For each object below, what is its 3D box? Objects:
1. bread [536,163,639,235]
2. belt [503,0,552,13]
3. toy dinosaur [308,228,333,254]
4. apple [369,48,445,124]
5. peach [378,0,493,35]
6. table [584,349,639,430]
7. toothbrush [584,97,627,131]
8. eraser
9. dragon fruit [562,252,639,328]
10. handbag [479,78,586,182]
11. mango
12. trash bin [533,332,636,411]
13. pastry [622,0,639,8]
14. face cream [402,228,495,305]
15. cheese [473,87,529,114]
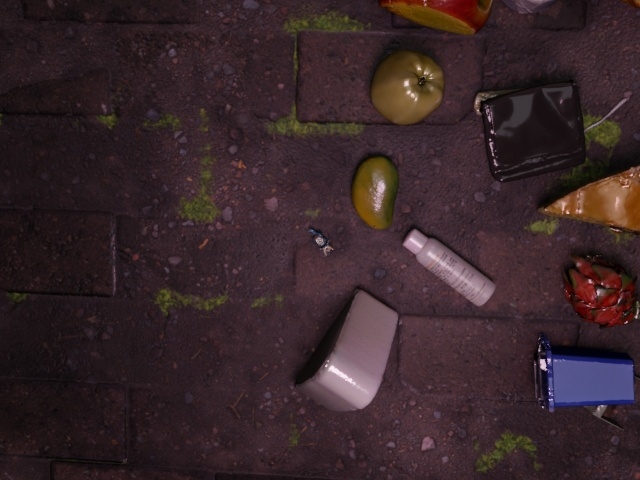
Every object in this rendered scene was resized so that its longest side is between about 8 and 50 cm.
[{"bbox_3d":[0.738,-0.046,1.479,0.315,0.248,0.279,-30,93,11],"label":"bread"},{"bbox_3d":[0.499,-0.740,1.467,0.212,0.117,0.347,-21,95,5],"label":"belt"},{"bbox_3d":[0.000,0.000,1.630,0.030,0.047,0.083,-39,94,9],"label":"toy dinosaur"},{"bbox_3d":[0.219,-0.382,1.503,0.200,0.200,0.200,0,97,4],"label":"apple"},{"bbox_3d":[0.277,-0.617,1.449,0.274,0.248,0.245,10,72,21],"label":"peach"},{"bbox_3d":[0.773,0.403,1.623,0.175,0.062,0.146,28,98,-3],"label":"table"},{"bbox_3d":[0.726,-0.313,1.558,0.162,0.014,0.017,-43,78,8],"label":"toothbrush"},{"bbox_3d":[0.066,0.314,1.536,0.150,0.331,0.331,34,98,-1],"label":"eraser"},{"bbox_3d":[0.718,0.130,1.537,0.182,0.182,0.189,-4,58,4],"label":"dragon fruit"},{"bbox_3d":[0.537,-0.277,1.527,0.246,0.080,0.223,-13,107,5],"label":"handbag"},{"bbox_3d":[0.141,-0.128,1.585,0.122,0.085,0.191,9,97,0],"label":"mango"},{"bbox_3d":[0.673,0.339,1.547,0.234,0.162,0.184,-2,91,19],"label":"trash bin"},{"bbox_3d":[0.753,-0.712,1.337,0.312,0.388,0.389,3,98,30],"label":"pastry"},{"bbox_3d":[0.337,0.066,1.599,0.269,0.082,0.082,38,98,-2],"label":"face cream"},{"bbox_3d":[0.494,-0.358,1.553,0.193,0.043,0.065,-3,97,4],"label":"cheese"}]
